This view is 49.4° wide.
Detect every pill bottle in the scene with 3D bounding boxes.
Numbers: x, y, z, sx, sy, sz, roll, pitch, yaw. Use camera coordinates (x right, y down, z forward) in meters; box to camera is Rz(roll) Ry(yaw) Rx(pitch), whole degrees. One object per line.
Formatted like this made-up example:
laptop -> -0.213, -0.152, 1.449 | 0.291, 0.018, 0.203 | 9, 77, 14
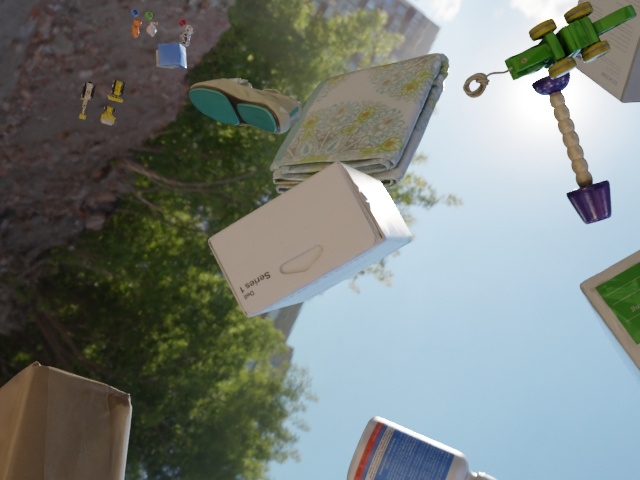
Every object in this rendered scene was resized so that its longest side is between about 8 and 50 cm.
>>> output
pill bottle -> 0.163, 0.381, 1.119 | 0.124, 0.221, 0.124 | 20, 90, -74

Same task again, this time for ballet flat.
ballet flat -> -0.130, -0.245, 1.231 | 0.248, 0.086, 0.086 | 25, -99, 37

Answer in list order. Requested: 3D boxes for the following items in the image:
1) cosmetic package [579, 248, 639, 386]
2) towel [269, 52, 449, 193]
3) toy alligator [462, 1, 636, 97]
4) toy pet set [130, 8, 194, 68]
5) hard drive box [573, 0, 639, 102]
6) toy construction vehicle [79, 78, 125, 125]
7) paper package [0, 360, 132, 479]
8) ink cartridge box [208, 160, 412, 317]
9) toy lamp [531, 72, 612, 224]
cosmetic package -> 0.437, 0.156, 0.660 | 0.197, 0.155, 0.366 | -33, -141, 11
towel -> 0.087, -0.251, 1.513 | 0.320, 0.090, 0.375 | -1, -132, 35
toy alligator -> 0.237, -0.196, 0.737 | 0.189, 0.056, 0.051 | -25, 177, 7
toy pet set -> -0.308, -0.406, 1.397 | 0.065, 0.122, 0.114 | -1, -88, 51
hard drive box -> 0.463, -0.346, 1.021 | 0.181, 0.089, 0.232 | -109, -162, -52
toy construction vehicle -> -0.474, -0.303, 1.505 | 0.035, 0.085, 0.098 | 20, -80, 62
paper package -> -0.403, 0.374, 0.878 | 0.309, 0.168, 0.325 | -36, -142, 24
ink cartridge box -> 0.000, 0.000, 0.963 | 0.201, 0.117, 0.278 | -30, 173, 13
toy lamp -> 0.460, -0.165, 1.259 | 0.080, 0.275, 0.080 | -16, 178, -1
